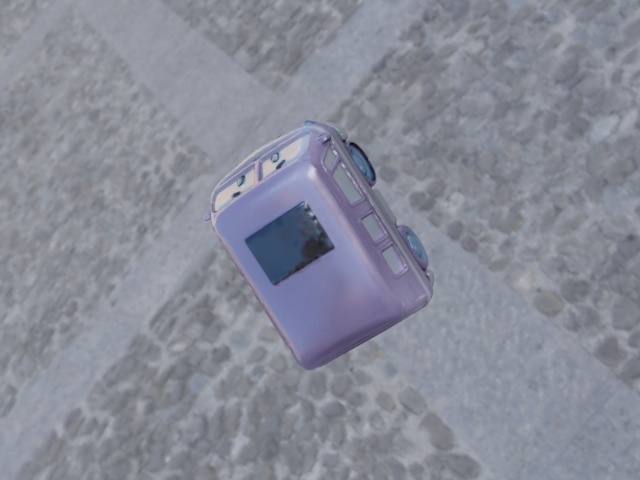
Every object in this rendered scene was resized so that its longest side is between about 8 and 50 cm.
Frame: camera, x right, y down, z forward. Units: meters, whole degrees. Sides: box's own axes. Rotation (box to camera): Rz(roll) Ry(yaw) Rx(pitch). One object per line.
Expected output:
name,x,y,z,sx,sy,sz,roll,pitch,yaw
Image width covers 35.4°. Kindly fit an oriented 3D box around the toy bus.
toy bus,0.000,0.000,0.914,0.142,0.202,0.142,-32,0,22
